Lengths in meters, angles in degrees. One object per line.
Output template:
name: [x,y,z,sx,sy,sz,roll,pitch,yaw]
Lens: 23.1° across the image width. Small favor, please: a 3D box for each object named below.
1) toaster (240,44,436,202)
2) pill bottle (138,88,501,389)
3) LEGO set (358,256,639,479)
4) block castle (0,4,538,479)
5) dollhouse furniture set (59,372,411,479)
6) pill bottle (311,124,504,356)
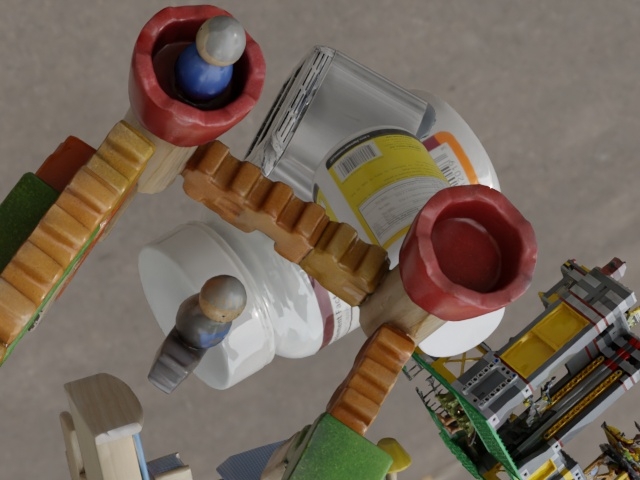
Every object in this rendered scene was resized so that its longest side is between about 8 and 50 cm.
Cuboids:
toaster: [0.015,-0.096,1.586,0.227,0.146,0.129,-63,-168,-26]
pill bottle: [0.000,0.000,1.834,0.392,0.224,0.224,-29,160,-23]
LEGO set: [0.201,0.113,1.403,0.192,0.255,0.331,-39,124,-8]
block castle: [-0.088,0.097,0.935,0.453,0.303,0.213,-59,-174,-28]
dollhouse furniture set: [-0.094,0.200,1.604,0.303,0.286,0.198,-15,111,-17]
pill bottle: [0.071,0.001,1.233,0.103,0.184,0.103,-17,139,-15]
